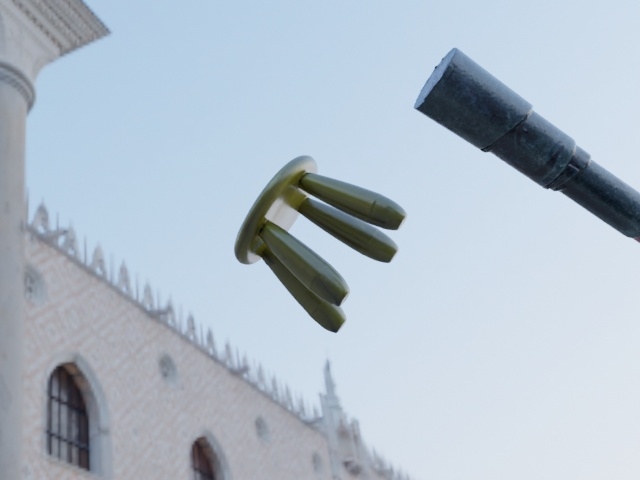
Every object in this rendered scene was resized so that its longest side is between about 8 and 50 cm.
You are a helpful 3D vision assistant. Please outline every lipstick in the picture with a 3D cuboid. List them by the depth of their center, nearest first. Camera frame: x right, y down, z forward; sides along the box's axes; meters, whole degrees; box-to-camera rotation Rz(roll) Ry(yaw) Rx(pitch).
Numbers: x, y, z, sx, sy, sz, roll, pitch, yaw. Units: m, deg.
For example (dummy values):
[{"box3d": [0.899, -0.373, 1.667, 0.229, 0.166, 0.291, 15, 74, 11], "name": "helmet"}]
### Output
[{"box3d": [0.181, -0.059, 0.699, 0.234, 0.053, 0.053, 31, -45, -7], "name": "lipstick"}]

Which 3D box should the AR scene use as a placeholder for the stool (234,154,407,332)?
[{"box3d": [0.000, 0.000, 0.804, 0.135, 0.110, 0.134, -60, -11, 27], "name": "stool"}]
